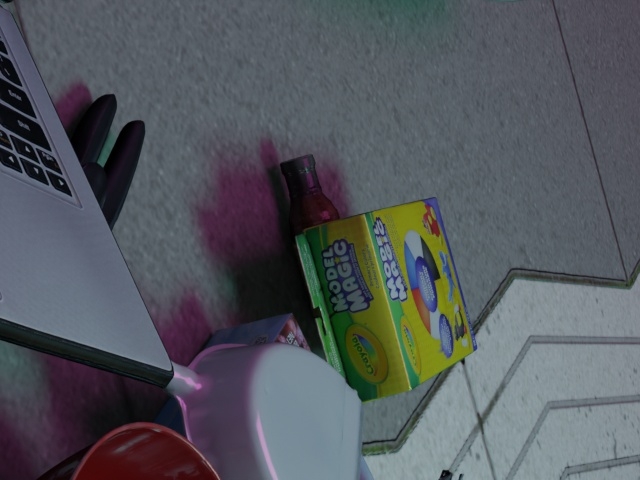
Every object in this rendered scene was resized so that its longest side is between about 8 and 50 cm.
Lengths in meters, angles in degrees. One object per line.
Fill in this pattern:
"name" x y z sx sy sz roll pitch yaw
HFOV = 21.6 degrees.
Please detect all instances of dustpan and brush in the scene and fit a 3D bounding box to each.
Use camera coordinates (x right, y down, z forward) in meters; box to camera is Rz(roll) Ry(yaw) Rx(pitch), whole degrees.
"dustpan and brush" -0.053 0.096 0.965 0.211 0.060 0.147 52 32 -39

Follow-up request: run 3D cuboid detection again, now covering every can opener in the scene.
"can opener" -0.137 -0.027 0.994 0.059 0.073 0.186 55 25 -20

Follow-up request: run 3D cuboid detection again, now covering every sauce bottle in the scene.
"sauce bottle" 0.000 0.000 1.245 0.042 0.042 0.128 -20 97 -62

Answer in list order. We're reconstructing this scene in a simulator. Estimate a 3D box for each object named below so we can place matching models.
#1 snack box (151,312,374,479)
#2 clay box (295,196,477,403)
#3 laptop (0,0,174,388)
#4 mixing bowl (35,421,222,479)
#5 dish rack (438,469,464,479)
"snack box" -0.030 0.181 1.079 0.207 0.070 0.174 65 30 -22
"clay box" 0.050 0.041 1.212 0.222 0.053 0.127 -16 91 -71
"laptop" -0.154 -0.189 0.750 0.408 0.236 0.382 62 15 24
"mixing bowl" -0.120 0.193 0.877 0.181 0.098 0.181 34 48 -50
"dish rack" 0.064 0.294 1.087 0.208 0.074 0.271 -60 161 -53
